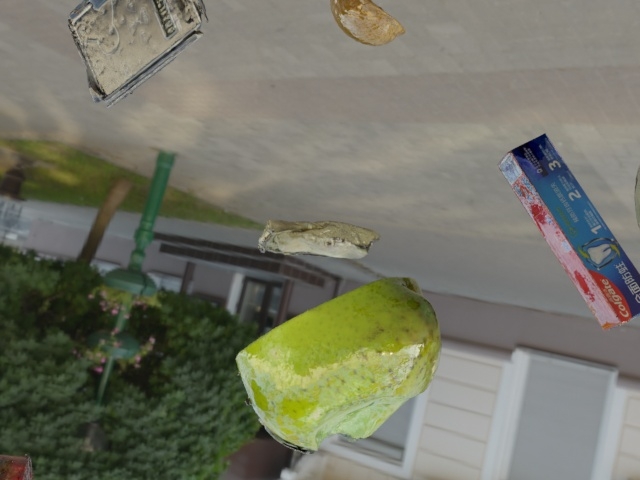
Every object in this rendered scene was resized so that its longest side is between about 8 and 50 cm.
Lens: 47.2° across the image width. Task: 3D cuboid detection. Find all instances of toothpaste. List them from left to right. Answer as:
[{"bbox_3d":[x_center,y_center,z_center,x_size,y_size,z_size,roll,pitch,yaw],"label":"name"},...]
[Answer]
[{"bbox_3d":[0.404,-0.015,1.163,0.076,0.320,0.066,-26,168,-14],"label":"toothpaste"}]

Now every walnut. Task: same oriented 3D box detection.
[{"bbox_3d":[0.082,-0.454,1.497,0.167,0.087,0.211,30,-161,-30],"label":"walnut"}]

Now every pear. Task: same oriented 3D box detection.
[{"bbox_3d":[0.065,0.163,0.996,0.292,0.159,0.292,-23,158,-10],"label":"pear"}]

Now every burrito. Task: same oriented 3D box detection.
[{"bbox_3d":[0.000,-0.002,1.205,0.229,0.063,0.058,2,-176,-36],"label":"burrito"}]

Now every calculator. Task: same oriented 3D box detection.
[{"bbox_3d":[-0.277,-0.322,1.087,0.274,0.165,0.028,-24,176,38],"label":"calculator"}]

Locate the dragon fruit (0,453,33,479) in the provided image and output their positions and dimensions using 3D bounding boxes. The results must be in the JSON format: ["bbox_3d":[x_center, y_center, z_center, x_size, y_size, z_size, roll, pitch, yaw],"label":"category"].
[{"bbox_3d":[-0.487,0.409,1.028,0.147,0.211,0.282,4,159,-16],"label":"dragon fruit"}]

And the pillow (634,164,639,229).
[{"bbox_3d":[0.227,-0.072,0.368,0.050,0.148,0.229,9,134,-7],"label":"pillow"}]
